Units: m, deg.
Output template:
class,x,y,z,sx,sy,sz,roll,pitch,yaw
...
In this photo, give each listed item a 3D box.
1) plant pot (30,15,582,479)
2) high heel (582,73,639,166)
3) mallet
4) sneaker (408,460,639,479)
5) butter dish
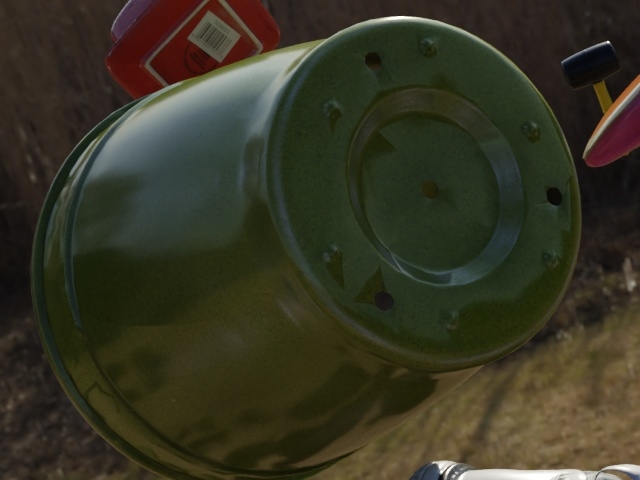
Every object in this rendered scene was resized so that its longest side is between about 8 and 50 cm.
class,x,y,z,sx,sy,sz,roll,pitch,yaw
plant pot,0.000,0.000,0.951,0.366,0.366,0.353,-31,2,-28
high heel,0.332,-0.121,1.017,0.244,0.117,0.082,-44,0,-2
mallet,0.324,-0.152,1.448,0.062,0.190,0.039,-18,50,8
sneaker,0.209,0.331,0.966,0.210,0.366,0.137,-14,13,30
butter dish,-0.147,-0.214,1.276,0.160,0.160,0.118,-46,51,0
